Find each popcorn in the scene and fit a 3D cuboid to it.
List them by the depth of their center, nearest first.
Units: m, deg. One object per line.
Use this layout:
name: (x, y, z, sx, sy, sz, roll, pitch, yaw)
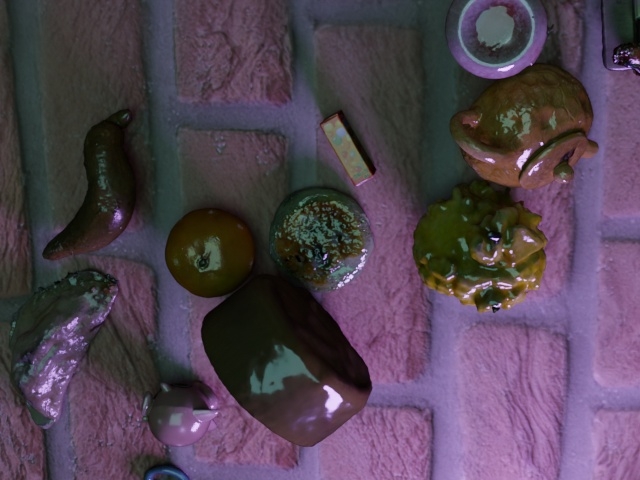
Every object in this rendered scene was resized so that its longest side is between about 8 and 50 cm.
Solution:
popcorn: (0.257, 0.009, 1.560, 0.218, 0.169, 0.189, 20, 107, -1)

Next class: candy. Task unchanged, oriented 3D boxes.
candy: (0.046, -0.152, 1.607, 0.038, 0.062, 0.122, -28, 98, 14)

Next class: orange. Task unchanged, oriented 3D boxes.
orange: (-0.188, 0.022, 1.660, 0.156, 0.124, 0.156, 3, 108, 10)

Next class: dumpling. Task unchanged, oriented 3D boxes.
dumpling: (-0.503, 0.187, 1.780, 0.166, 0.086, 0.332, 27, 103, -1)

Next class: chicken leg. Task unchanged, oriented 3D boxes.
chicken leg: (0.504, -0.265, 1.461, 0.145, 0.037, 0.062, 17, 131, -12)

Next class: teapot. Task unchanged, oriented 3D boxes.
teapot: (0.317, -0.149, 1.465, 0.167, 0.311, 0.203, 57, 131, 25)

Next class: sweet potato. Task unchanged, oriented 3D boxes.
sweet potato: (-0.376, -0.077, 1.680, 0.124, 0.098, 0.310, 32, 110, 22)

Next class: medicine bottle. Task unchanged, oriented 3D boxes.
medicine bottle: (0.255, -0.317, 1.432, 0.147, 0.247, 0.147, 2, 105, 7)

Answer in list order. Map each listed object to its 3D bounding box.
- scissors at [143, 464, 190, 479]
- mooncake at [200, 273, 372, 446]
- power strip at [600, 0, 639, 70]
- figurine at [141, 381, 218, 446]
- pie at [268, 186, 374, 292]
scissors: (-0.204, 0.513, 1.837, 0.289, 0.041, 0.138, 15, 99, 6)
mooncake: (-0.048, 0.189, 1.604, 0.155, 0.284, 0.284, -41, 95, 11)
power strip: (0.542, -0.389, 1.448, 0.257, 0.092, 0.251, -6, 112, 10)
figurine: (-0.251, 0.309, 1.753, 0.138, 0.125, 0.125, 6, 106, -3)
pie: (0.000, 0.000, 1.666, 0.187, 0.041, 0.186, 2, 106, 8)
